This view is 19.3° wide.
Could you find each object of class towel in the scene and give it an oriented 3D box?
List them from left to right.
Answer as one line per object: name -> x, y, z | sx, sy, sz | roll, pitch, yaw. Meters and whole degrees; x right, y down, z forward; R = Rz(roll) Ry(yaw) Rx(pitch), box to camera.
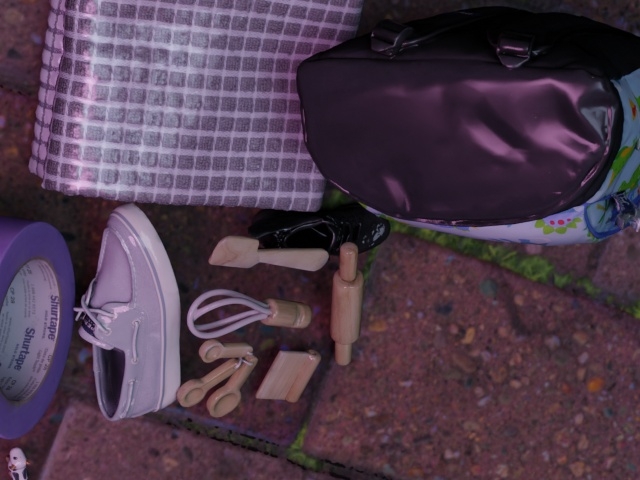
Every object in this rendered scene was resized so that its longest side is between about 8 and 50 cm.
towel -> -0.104, -0.147, 1.681 | 0.283, 0.121, 0.235 | 3, 102, -24

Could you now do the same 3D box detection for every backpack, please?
backpack -> 0.182, -0.106, 1.709 | 0.355, 0.290, 0.273 | -44, 133, -57

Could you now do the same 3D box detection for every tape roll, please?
tape roll -> -0.285, 0.072, 1.616 | 0.080, 0.189, 0.189 | 9, 102, 17

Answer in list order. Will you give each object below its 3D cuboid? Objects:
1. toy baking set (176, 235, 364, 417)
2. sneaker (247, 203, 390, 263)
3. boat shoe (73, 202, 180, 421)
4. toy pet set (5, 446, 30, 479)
toy baking set -> -0.041, 0.079, 1.738 | 0.197, 0.030, 0.256 | -22, 141, -27
sneaker -> 0.000, -0.003, 1.776 | 0.170, 0.089, 0.051 | 0, 102, -23
boat shoe -> -0.177, 0.073, 1.694 | 0.081, 0.079, 0.227 | -25, 132, -29
toy pet set -> -0.318, 0.241, 1.713 | 0.122, 0.065, 0.114 | -20, 109, -17
